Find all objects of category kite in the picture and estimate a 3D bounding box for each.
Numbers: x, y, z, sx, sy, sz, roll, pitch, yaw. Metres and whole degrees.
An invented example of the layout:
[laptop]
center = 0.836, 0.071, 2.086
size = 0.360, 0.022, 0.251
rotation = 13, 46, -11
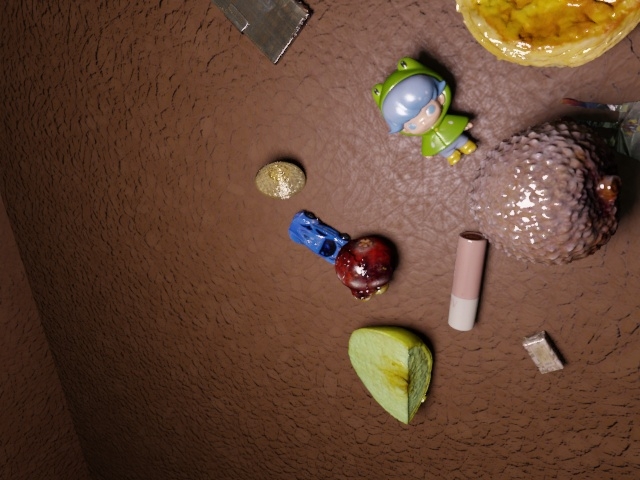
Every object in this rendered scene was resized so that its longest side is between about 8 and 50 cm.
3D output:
[kite]
center = 0.613, -0.233, 0.846
size = 0.245, 0.015, 0.141
rotation = 15, 114, 20

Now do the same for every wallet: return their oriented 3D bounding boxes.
[wallet]
center = -0.177, -0.627, 1.071
size = 0.317, 0.044, 0.169
rotation = 46, 119, 2

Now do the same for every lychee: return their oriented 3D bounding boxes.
[lychee]
center = 0.447, -0.097, 0.839
size = 0.300, 0.300, 0.299
rotation = 10, 114, 23

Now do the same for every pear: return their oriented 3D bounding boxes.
[pear]
center = 0.198, 0.352, 1.230
size = 0.239, 0.139, 0.287
rotation = 15, 121, 38

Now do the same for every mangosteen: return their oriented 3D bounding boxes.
[mangosteen]
center = 0.126, 0.082, 1.133
size = 0.166, 0.166, 0.180
rotation = -3, 117, 28

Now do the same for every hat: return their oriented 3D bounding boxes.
[hat]
center = -0.118, -0.194, 1.211
size = 0.146, 0.067, 0.146
rotation = -4, 141, -3

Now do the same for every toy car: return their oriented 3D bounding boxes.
[toy car]
center = 0.000, 0.000, 1.222
size = 0.216, 0.063, 0.103
rotation = 32, 121, 12

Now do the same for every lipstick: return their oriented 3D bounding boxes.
[lipstick]
center = 0.377, 0.107, 1.069
size = 0.070, 0.070, 0.254
rotation = 9, 114, 24

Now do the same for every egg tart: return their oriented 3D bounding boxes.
[egg tart]
center = 0.432, -0.486, 0.765
size = 0.342, 0.132, 0.341
rotation = 9, 114, 22

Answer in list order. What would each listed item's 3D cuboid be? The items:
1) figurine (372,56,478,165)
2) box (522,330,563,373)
[figurine]
center = 0.242, -0.285, 0.950
size = 0.263, 0.143, 0.162
rotation = 41, 132, -13
[box]
center = 0.568, 0.286, 1.060
size = 0.062, 0.045, 0.098
rotation = -31, 93, 33
